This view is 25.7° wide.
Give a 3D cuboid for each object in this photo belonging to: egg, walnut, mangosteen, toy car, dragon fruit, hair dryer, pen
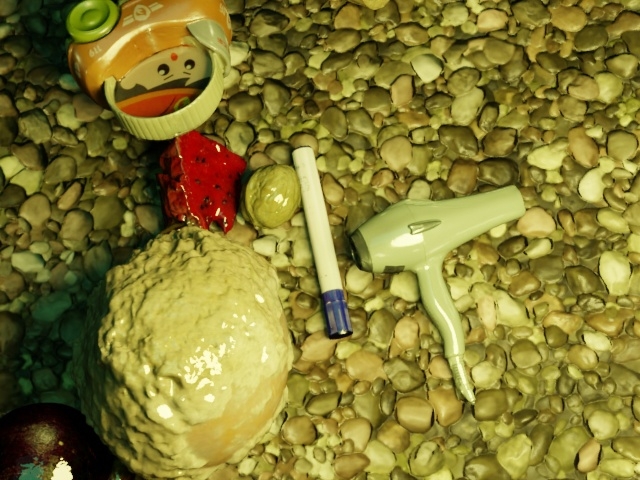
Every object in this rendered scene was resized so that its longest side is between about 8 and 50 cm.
[{"bbox_3d":[-0.161,0.139,1.682,0.279,0.279,0.310,1,56,6],"label":"egg"},{"bbox_3d":[-0.065,-0.058,1.830,0.092,0.092,0.092,-2,71,6],"label":"walnut"},{"bbox_3d":[-0.309,0.297,1.689,0.231,0.194,0.194,16,72,-13],"label":"mangosteen"},{"bbox_3d":[-0.206,-0.230,1.847,0.235,0.145,0.235,-6,57,10],"label":"toy car"},{"bbox_3d":[-0.170,-0.041,1.857,0.092,0.122,0.192,-17,68,42],"label":"dragon fruit"},{"bbox_3d":[0.194,0.041,1.786,0.229,0.092,0.267,-36,85,-13],"label":"hair dryer"},{"bbox_3d":[0.000,0.000,1.829,0.033,0.033,0.269,-13,70,2],"label":"pen"}]

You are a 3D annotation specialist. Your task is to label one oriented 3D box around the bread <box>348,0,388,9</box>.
[{"bbox_3d":[0.075,-0.429,1.875,0.142,0.212,0.224,23,74,18],"label":"bread"}]
